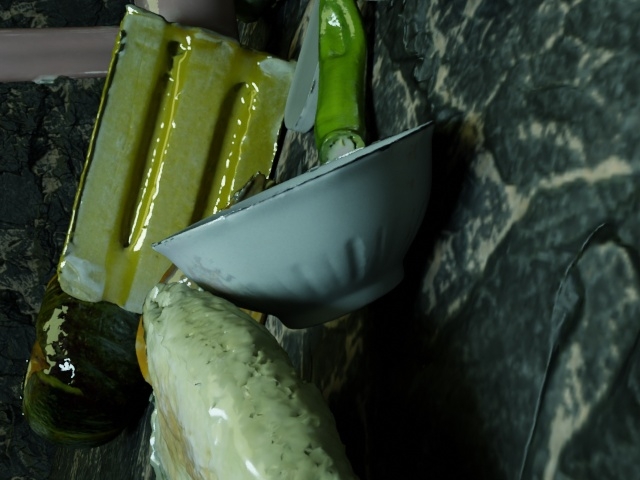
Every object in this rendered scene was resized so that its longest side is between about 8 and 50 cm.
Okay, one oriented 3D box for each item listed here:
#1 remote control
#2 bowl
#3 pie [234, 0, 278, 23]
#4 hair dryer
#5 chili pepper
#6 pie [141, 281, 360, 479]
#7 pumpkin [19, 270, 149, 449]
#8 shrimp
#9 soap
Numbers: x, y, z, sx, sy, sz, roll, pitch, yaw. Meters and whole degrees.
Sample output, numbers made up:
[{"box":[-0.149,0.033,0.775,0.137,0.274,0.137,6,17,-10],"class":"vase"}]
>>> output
[{"box":[0.011,-0.225,0.719,0.077,0.022,0.245,-149,75,-71],"class":"remote control"},{"box":[0.000,0.000,0.458,0.086,0.189,0.189,66,160,-7],"class":"bowl"},{"box":[-0.064,-0.450,0.991,0.296,0.078,0.371,135,145,-53],"class":"pie"},{"box":[-0.255,-0.198,0.868,0.125,0.352,0.211,6,105,57],"class":"hair dryer"},{"box":[0.017,-0.144,0.611,0.052,0.050,0.202,-29,50,41],"class":"chili pepper"},{"box":[-0.036,0.174,0.407,0.337,0.075,0.338,169,90,-67],"class":"pie"},{"box":[-0.374,0.180,1.203,0.320,0.192,0.321,-168,90,-69],"class":"pumpkin"},{"box":[-0.105,0.046,0.748,0.150,0.068,0.249,18,84,31],"class":"shrimp"},{"box":[-0.158,-0.075,0.816,0.091,0.199,0.315,-135,59,-74],"class":"soap"}]
